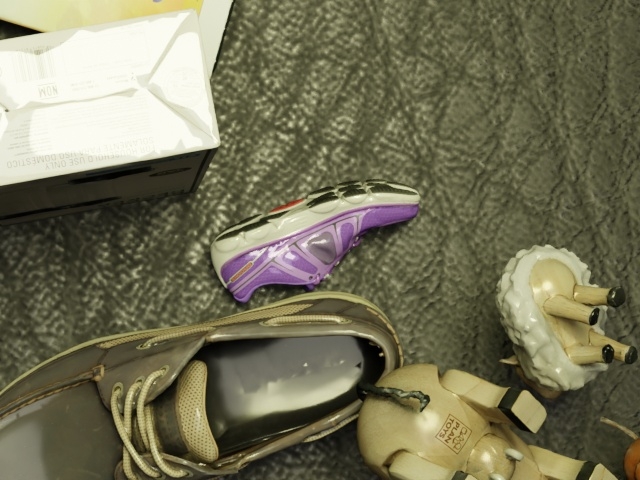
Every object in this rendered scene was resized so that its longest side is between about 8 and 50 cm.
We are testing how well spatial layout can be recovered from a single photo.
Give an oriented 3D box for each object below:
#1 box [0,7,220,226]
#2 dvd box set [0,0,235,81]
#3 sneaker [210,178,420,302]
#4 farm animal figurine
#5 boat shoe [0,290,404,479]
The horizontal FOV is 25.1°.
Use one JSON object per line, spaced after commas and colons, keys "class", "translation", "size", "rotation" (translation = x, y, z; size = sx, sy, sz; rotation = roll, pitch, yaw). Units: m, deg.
{"class": "box", "translation": [-0.163, -0.075, 0.994], "size": [0.169, 0.290, 0.087], "rotation": [-11, 88, -9]}
{"class": "dvd box set", "translation": [-0.241, -0.323, 1.085], "size": [0.420, 0.062, 0.307], "rotation": [17, 99, -5]}
{"class": "sneaker", "translation": [0.000, 0.000, 1.130], "size": [0.170, 0.068, 0.071], "rotation": [-20, 103, 1]}
{"class": "farm animal figurine", "translation": [0.119, 0.213, 1.046], "size": [0.330, 0.172, 0.326], "rotation": [-41, 117, -26]}
{"class": "boat shoe", "translation": [-0.107, 0.118, 1.064], "size": [0.355, 0.130, 0.132], "rotation": [-21, 88, -8]}
